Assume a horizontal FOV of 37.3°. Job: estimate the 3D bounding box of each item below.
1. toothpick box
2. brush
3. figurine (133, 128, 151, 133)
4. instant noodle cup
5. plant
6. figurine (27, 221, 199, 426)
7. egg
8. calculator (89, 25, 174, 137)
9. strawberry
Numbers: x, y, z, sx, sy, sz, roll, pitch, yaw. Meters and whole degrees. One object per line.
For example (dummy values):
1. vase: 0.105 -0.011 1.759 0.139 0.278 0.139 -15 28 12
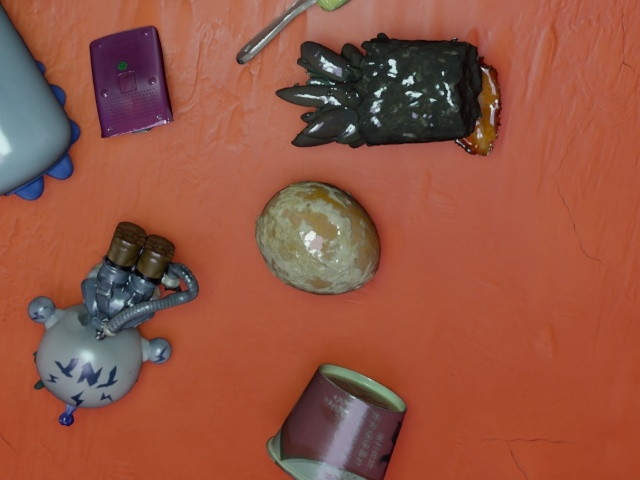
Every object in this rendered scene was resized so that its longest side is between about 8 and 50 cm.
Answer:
1. toothpick box: -0.550 -0.227 1.557 0.263 0.263 0.355 -26 105 9
2. brush: -0.012 -0.385 1.574 0.313 0.072 0.067 -39 116 13
3. figurine: -0.304 -0.226 1.618 0.086 0.094 0.082 -26 147 -20
4. instant noodle cup: 0.041 0.344 1.723 0.234 0.235 0.178 24 96 -6
5. plant: 0.094 -0.237 1.524 0.320 0.194 0.182 4 95 24
6. figurine: -0.385 0.144 1.688 0.261 0.186 0.382 28 110 -1
7. egg: 0.000 0.000 1.625 0.233 0.195 0.195 20 108 -25
8. calculator: -0.320 -0.268 1.584 0.126 0.034 0.191 -14 72 5
9. strawberry: 0.240 -0.246 1.592 0.192 0.085 0.140 37 114 1
